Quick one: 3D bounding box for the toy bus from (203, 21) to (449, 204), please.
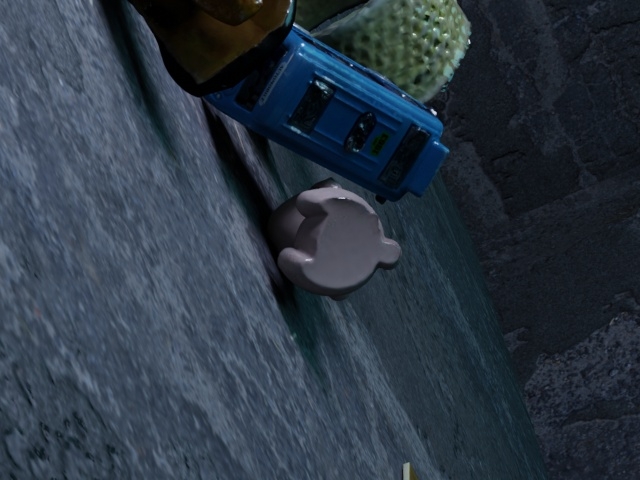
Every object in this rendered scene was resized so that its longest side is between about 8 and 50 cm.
[{"bbox_3d":[0.011,-0.130,1.571,0.246,0.113,0.134,26,10,-41],"label":"toy bus"}]

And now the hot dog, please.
[{"bbox_3d":[-0.115,-0.301,1.336,0.326,0.194,0.107,57,-2,26],"label":"hot dog"}]

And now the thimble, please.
[{"bbox_3d":[0.019,-0.249,1.769,0.150,0.271,0.271,57,13,-38],"label":"thimble"}]

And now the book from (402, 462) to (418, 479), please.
[{"bbox_3d":[0.119,0.330,1.704,0.172,0.012,0.118,-83,149,-72],"label":"book"}]

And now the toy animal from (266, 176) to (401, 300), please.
[{"bbox_3d":[-0.002,0.000,1.577,0.124,0.124,0.212,66,-9,-8],"label":"toy animal"}]
